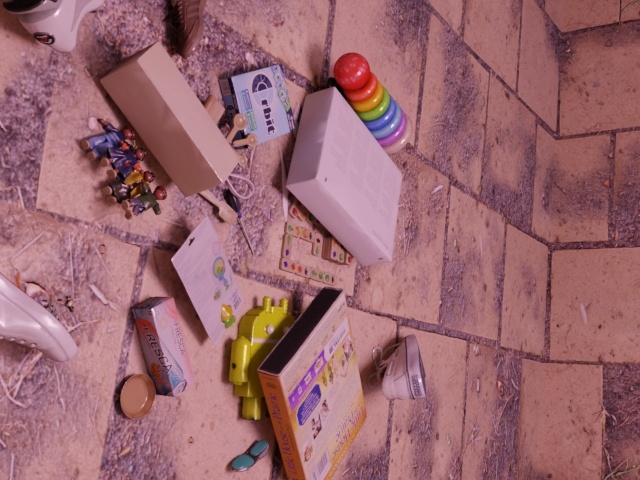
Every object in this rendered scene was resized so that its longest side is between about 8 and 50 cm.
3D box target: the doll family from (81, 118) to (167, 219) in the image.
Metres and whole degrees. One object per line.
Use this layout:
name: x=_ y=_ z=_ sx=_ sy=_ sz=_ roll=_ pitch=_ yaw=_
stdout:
doll family: x=-0.348 y=-0.131 z=1.377 sx=0.111 sy=0.076 sz=0.193 roll=-37 pitch=115 yaw=-44

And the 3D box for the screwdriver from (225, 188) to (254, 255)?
screwdriver: x=-0.169 y=-0.038 z=1.664 sx=0.024 sy=0.025 sz=0.170 roll=-48 pitch=126 yaw=-44

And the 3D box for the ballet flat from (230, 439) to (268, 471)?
ballet flat: x=-0.153 y=0.478 z=1.657 sx=0.114 sy=0.041 sz=0.041 roll=-29 pitch=112 yaw=-50

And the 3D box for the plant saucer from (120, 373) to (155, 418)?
plant saucer: x=-0.342 y=0.289 z=1.415 sx=0.083 sy=0.015 sz=0.083 roll=4 pitch=85 yaw=-54

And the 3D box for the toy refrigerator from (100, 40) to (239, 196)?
toy refrigerator: x=-0.273 y=-0.223 z=1.418 sx=0.269 sy=0.102 sz=0.094 roll=56 pitch=36 yaw=-25

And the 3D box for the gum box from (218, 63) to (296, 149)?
gum box: x=-0.137 y=-0.301 z=1.705 sx=0.184 sy=0.041 sz=0.157 roll=-32 pitch=114 yaw=-49

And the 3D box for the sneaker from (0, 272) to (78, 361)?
sneaker: x=-0.500 y=0.116 z=1.144 sx=0.290 sy=0.106 sz=0.123 roll=49 pitch=60 yaw=-32

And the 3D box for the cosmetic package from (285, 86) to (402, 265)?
cosmetic package: x=0.072 y=-0.152 z=1.913 sx=0.377 sy=0.097 sz=0.284 roll=45 pitch=42 yaw=-43

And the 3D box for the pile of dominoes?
pile of dominoes: x=0.000 y=0.000 z=1.886 sx=0.251 sy=0.040 sz=0.196 roll=21 pitch=72 yaw=-53

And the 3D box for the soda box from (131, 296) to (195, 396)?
soda box: x=-0.297 y=0.200 z=1.446 sx=0.063 sy=0.058 sz=0.183 roll=-29 pitch=112 yaw=-51

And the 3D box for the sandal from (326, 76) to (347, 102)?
sandal: x=0.047 y=-0.386 z=1.961 sx=0.179 sy=0.040 sz=0.067 roll=0 pitch=97 yaw=-63

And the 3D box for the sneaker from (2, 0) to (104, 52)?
sneaker: x=-0.417 y=-0.463 z=1.277 sx=0.146 sy=0.122 sz=0.330 roll=60 pitch=40 yaw=-60

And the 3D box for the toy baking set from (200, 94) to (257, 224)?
toy baking set: x=-0.209 y=-0.166 z=1.575 sx=0.197 sy=0.030 sz=0.256 roll=9 pitch=88 yaw=-42

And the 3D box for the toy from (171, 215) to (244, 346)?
toy: x=-0.237 y=0.084 z=1.539 sx=0.137 sy=0.056 sz=0.237 roll=-59 pitch=138 yaw=-42

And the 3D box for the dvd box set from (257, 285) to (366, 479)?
dvd box set: x=-0.004 y=0.361 z=1.776 sx=0.307 sy=0.062 sz=0.420 roll=-50 pitch=139 yaw=-43

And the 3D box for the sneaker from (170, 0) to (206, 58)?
sneaker: x=-0.273 y=-0.453 z=1.518 sx=0.071 sy=0.066 sz=0.188 roll=21 pitch=66 yaw=-35

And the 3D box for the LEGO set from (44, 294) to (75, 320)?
LEGO set: x=-0.442 y=0.119 z=1.275 sx=0.083 sy=0.023 sz=0.054 roll=-51 pitch=128 yaw=-42

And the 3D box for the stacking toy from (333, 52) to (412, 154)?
stacking toy: x=0.120 y=-0.354 z=1.944 sx=0.330 sy=0.141 sz=0.141 roll=45 pitch=53 yaw=-54

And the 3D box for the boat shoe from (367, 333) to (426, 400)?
boat shoe: x=0.202 y=0.357 z=2.084 sx=0.367 sy=0.157 sz=0.135 roll=-60 pitch=137 yaw=-78

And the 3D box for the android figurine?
android figurine: x=-0.115 y=0.262 z=1.704 sx=0.248 sy=0.056 sz=0.272 roll=17 pitch=77 yaw=-53
